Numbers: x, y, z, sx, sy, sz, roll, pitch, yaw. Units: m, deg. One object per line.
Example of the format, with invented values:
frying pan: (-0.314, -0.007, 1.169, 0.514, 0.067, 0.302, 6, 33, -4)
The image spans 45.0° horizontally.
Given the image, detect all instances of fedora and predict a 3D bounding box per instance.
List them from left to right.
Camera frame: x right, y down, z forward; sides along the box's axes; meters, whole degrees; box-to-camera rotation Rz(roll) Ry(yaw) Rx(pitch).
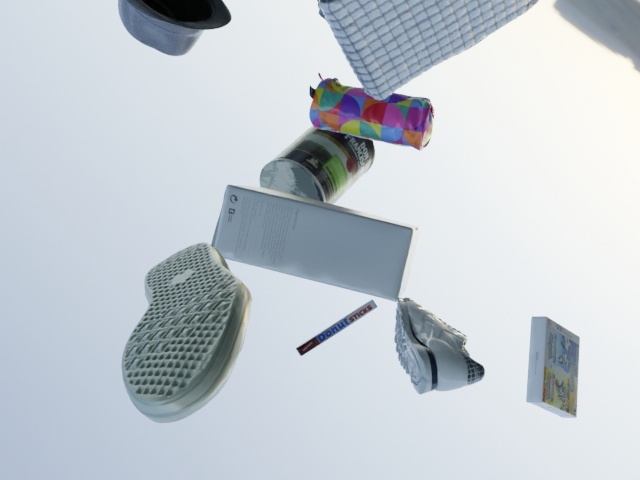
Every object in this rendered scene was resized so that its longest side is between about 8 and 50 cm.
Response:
fedora: (-0.335, -0.488, 1.652, 0.275, 0.124, 0.244, 44, -139, 13)

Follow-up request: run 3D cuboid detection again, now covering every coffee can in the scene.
coffee can: (-0.006, -0.194, 2.080, 0.201, 0.201, 0.275, 39, -130, 5)

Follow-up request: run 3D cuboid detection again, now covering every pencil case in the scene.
pencil case: (0.093, -0.235, 1.420, 0.237, 0.104, 0.104, 16, -158, 14)

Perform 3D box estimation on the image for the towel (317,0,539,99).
towel: (0.136, -0.343, 1.026, 0.235, 0.284, 0.121, 44, -162, -57)

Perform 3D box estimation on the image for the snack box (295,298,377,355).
snack box: (0.033, 0.172, 1.528, 0.022, 0.178, 0.064, 57, 179, 4)

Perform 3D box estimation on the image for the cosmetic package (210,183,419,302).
cosmetic package: (0.000, 0.000, 1.583, 0.385, 0.156, 0.217, 15, -175, 12)

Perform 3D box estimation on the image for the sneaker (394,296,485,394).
sneaker: (0.169, 0.155, 1.167, 0.095, 0.090, 0.235, -7, -156, -5)

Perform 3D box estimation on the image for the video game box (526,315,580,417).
video game box: (0.554, 0.301, 1.832, 0.187, 0.048, 0.205, 26, -116, -41)

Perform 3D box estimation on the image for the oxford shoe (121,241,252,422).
oxford shoe: (-0.155, 0.120, 1.001, 0.130, 0.169, 0.449, 65, 177, -17)
